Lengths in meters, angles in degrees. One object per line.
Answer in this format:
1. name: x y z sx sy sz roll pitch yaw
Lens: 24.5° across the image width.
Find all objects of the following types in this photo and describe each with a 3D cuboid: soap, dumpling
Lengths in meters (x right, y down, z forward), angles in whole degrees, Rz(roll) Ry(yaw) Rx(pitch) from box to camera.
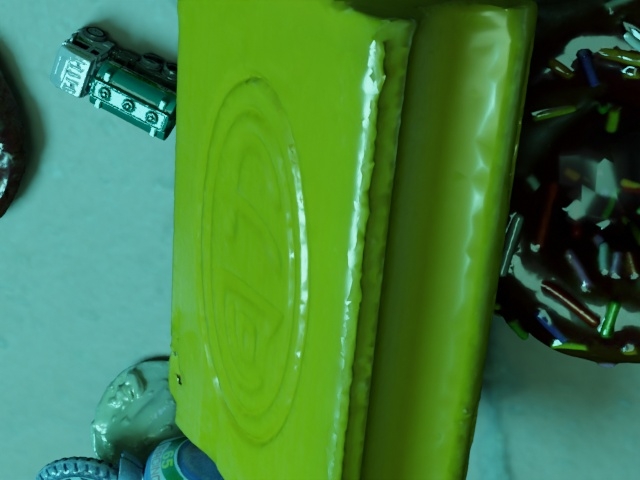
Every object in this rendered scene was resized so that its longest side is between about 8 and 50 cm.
1. soap: 0.000 0.001 0.779 0.204 0.096 0.324 38 132 48
2. dumpling: -0.112 0.113 0.951 0.057 0.052 0.076 41 124 -17

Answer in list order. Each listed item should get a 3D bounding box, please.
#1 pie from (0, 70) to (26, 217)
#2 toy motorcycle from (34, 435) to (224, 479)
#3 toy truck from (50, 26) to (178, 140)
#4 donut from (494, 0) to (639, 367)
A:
1. pie: -0.250 -0.070 0.924 0.154 0.036 0.154 8 116 16
2. toy motorcycle: -0.053 0.192 0.934 0.254 0.092 0.135 36 126 -23
3. toy truck: -0.118 -0.091 0.864 0.083 0.044 0.039 27 117 5
4. donut: 0.152 -0.036 0.765 0.216 0.096 0.230 -12 110 24
